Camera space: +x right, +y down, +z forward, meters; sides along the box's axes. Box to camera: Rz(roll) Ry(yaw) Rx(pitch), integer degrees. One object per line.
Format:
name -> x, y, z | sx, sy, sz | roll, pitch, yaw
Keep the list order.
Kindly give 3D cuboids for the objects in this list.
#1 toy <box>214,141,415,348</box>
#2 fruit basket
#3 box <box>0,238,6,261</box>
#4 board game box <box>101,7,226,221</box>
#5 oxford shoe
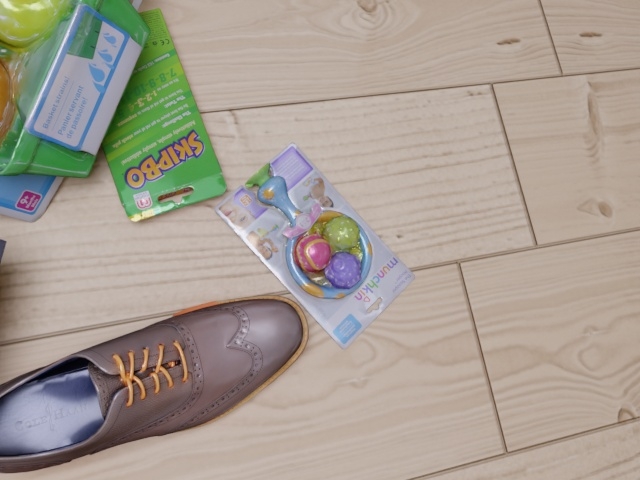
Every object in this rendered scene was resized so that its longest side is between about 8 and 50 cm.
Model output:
toy -> 0.000, 0.000, 0.703 | 0.137, 0.056, 0.237 | -43, 88, -16
fruit basket -> -0.331, -0.196, 0.511 | 0.165, 0.353, 0.327 | 24, 89, 24
box -> -0.384, 0.110, 0.550 | 0.044, 0.159, 0.233 | 24, 69, -46
board game box -> -0.215, -0.155, 0.707 | 0.124, 0.039, 0.259 | -19, 79, -14
oxford shoe -> -0.174, 0.148, 0.591 | 0.364, 0.133, 0.130 | -22, 82, -16
